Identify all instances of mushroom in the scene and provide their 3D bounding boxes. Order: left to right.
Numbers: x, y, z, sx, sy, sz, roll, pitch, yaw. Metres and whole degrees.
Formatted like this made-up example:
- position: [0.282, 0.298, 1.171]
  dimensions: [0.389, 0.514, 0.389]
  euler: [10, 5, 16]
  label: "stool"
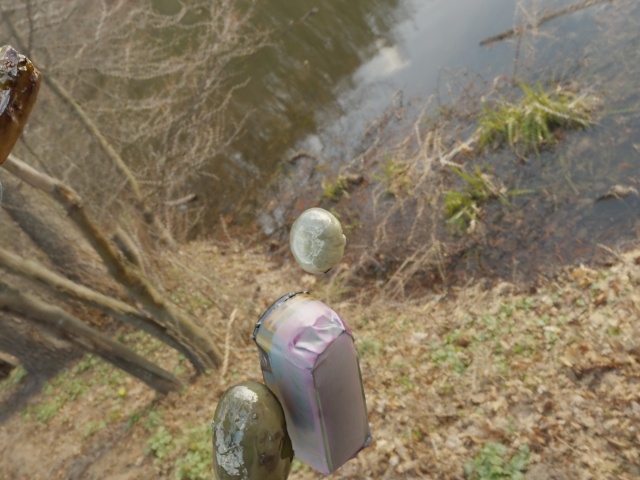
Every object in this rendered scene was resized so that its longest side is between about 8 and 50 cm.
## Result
- position: [0.000, 0.000, 1.536]
  dimensions: [0.154, 0.122, 0.154]
  euler: [7, 98, 56]
  label: "mushroom"

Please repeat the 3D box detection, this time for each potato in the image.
- position: [-0.135, 0.390, 1.273]
  dimensions: [0.164, 0.262, 0.165]
  euler: [-5, 30, 3]
  label: "potato"

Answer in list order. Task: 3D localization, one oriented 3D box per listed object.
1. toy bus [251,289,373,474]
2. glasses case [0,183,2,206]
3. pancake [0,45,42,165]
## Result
- position: [-0.003, 0.289, 1.344]
  dimensions: [0.162, 0.386, 0.171]
  euler: [21, 45, 38]
  label: "toy bus"
- position: [-0.468, -0.008, 0.885]
  dimensions: [0.045, 0.067, 0.179]
  euler: [27, 108, 49]
  label: "glasses case"
- position: [-0.425, -0.151, 0.674]
  dimensions: [0.266, 0.244, 0.057]
  euler: [-44, 11, -32]
  label: "pancake"
